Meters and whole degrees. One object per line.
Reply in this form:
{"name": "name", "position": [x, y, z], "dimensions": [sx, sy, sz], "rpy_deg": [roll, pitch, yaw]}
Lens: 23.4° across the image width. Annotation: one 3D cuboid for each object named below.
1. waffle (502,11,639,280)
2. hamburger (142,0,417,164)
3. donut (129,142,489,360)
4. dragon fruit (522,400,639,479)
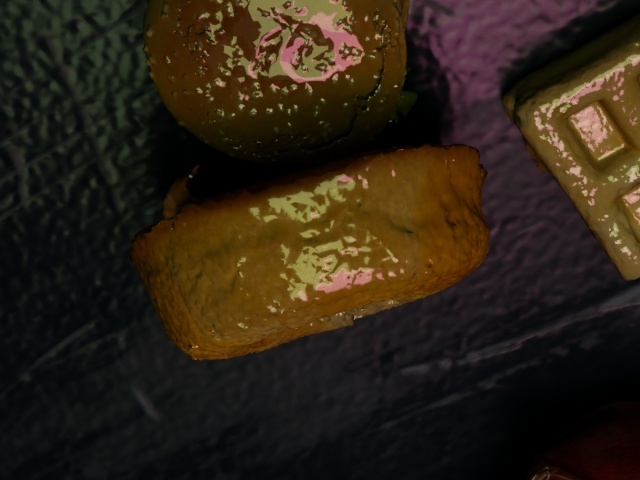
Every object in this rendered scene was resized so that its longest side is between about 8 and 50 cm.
{"name": "waffle", "position": [0.283, -0.102, 1.095], "dimensions": [0.274, 0.057, 0.168], "rpy_deg": [-31, 113, 12]}
{"name": "hamburger", "position": [-0.027, -0.146, 1.025], "dimensions": [0.182, 0.118, 0.191], "rpy_deg": [-4, 112, -5]}
{"name": "donut", "position": [-0.003, 0.001, 1.040], "dimensions": [0.253, 0.253, 0.118], "rpy_deg": [-21, 82, 7]}
{"name": "dragon fruit", "position": [0.249, 0.244, 1.176], "dimensions": [0.315, 0.250, 0.250], "rpy_deg": [-7, 118, 21]}
